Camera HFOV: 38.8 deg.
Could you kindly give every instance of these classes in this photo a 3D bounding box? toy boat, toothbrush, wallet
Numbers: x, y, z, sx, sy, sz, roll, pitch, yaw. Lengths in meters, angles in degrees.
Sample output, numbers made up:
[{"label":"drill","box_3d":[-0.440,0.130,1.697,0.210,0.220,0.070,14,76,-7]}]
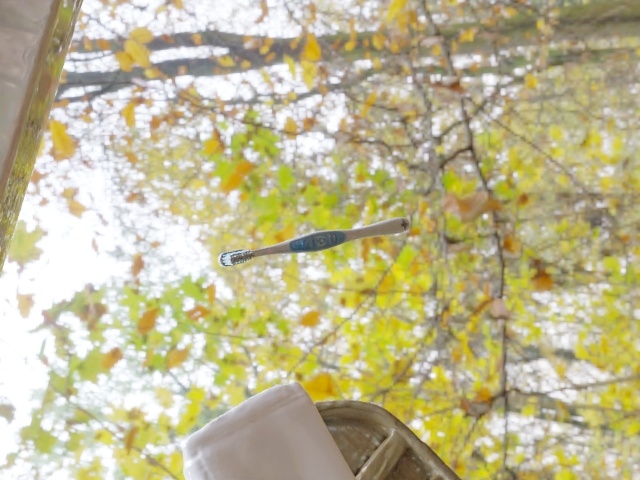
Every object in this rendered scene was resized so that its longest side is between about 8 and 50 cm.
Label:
[{"label":"toy boat","box_3d":[0.046,0.228,0.900,0.188,0.061,0.116,43,-99,-3]},{"label":"toothbrush","box_3d":[0.000,0.000,0.629,0.162,0.017,0.014,-12,-85,-38]},{"label":"wallet","box_3d":[-0.024,0.212,0.714,0.124,0.032,0.183,-27,-98,-30]}]

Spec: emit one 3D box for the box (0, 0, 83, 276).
[{"label":"box","box_3d":[-0.255,-0.114,0.501,0.069,0.214,0.353,172,114,-85]}]
